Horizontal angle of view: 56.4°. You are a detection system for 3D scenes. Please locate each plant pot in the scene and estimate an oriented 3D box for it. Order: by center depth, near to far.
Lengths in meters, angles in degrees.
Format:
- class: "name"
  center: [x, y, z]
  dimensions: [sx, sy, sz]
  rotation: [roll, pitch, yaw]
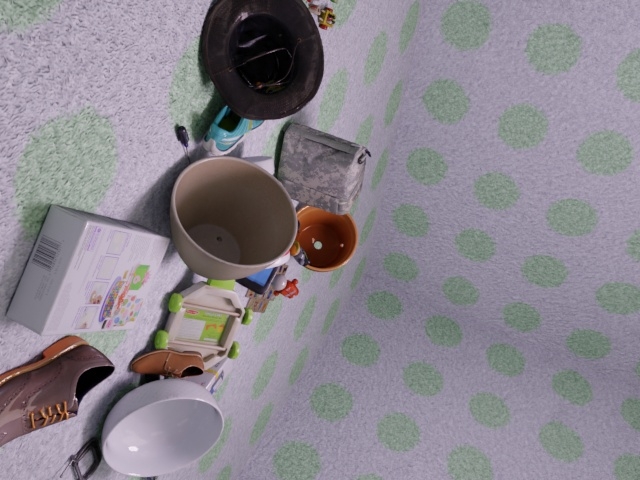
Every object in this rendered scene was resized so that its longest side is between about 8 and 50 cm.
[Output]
- class: "plant pot"
  center: [0.000, 0.000, 2.519]
  dimensions: [0.291, 0.291, 0.203]
  rotation: [-64, 180, -13]

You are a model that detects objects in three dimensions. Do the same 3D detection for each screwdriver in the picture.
- class: "screwdriver"
  center: [-0.337, -0.231, 1.507]
  dimensions: [0.170, 0.024, 0.025]
  rotation: [95, -7, -64]

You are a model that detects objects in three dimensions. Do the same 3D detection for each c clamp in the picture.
- class: "c clamp"
  center: [-0.647, 0.611, 1.622]
  dimensions: [0.160, 0.022, 0.137]
  rotation: [94, 19, -46]

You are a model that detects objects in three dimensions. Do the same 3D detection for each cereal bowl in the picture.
- class: "cereal bowl"
  center: [-0.459, 0.518, 1.721]
  dimensions: [0.339, 0.141, 0.339]
  rotation: [-15, 132, -18]

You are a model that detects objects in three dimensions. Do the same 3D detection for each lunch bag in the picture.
- class: "lunch bag"
  center: [0.010, -0.263, 2.084]
  dimensions: [0.212, 0.305, 0.256]
  rotation: [-59, 164, -31]

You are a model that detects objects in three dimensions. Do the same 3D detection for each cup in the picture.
- class: "cup"
  center: [-0.259, -0.022, 1.587]
  dimensions: [0.331, 0.331, 0.237]
  rotation: [-54, -177, -42]

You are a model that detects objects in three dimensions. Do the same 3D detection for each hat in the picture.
- class: "hat"
  center: [-0.151, -0.475, 1.507]
  dimensions: [0.134, 0.331, 0.331]
  rotation: [48, -56, 61]

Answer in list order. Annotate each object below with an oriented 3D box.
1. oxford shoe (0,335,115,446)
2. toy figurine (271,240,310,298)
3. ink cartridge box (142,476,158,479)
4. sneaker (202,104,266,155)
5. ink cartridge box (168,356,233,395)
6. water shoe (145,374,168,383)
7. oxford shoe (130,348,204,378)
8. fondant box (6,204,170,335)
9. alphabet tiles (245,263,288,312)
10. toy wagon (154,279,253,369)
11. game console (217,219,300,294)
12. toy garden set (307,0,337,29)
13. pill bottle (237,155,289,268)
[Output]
- class: "oxford shoe"
  center: [-0.583, 0.332, 1.232]
  dimensions: [0.363, 0.133, 0.130]
  rotation: [-47, 155, -51]
- class: "toy figurine"
  center: [-0.163, 0.092, 2.182]
  dimensions: [0.148, 0.213, 0.209]
  rotation: [45, 64, -56]
- class: "ink cartridge box"
  center: [-0.550, 0.719, 2.038]
  dimensions: [0.097, 0.046, 0.207]
  rotation: [-40, 148, -61]
- class: "sneaker"
  center: [-0.207, -0.334, 1.581]
  dimensions: [0.275, 0.107, 0.110]
  rotation: [-58, -178, -34]
- class: "ink cartridge box"
  center: [-0.405, 0.439, 1.934]
  dimensions: [0.212, 0.154, 0.093]
  rotation: [-52, 157, -42]
- class: "water shoe"
  center: [-0.488, 0.441, 1.815]
  dimensions: [0.080, 0.073, 0.203]
  rotation: [-52, 159, -58]
- class: "oxford shoe"
  center: [-0.433, 0.361, 1.708]
  dimensions: [0.212, 0.076, 0.076]
  rotation: [2, 122, -29]
- class: "fondant box"
  center: [-0.481, 0.071, 1.287]
  dimensions: [0.238, 0.096, 0.330]
  rotation: [-68, 164, 0]
- class: "alphabet tiles"
  center: [-0.216, 0.164, 2.464]
  dimensions: [0.285, 0.011, 0.342]
  rotation: [-67, 164, -2]
- class: "toy wagon"
  center: [-0.335, 0.224, 1.797]
  dimensions: [0.267, 0.068, 0.344]
  rotation: [17, 97, -38]
- class: "game console"
  center: [-0.216, -0.008, 1.922]
  dimensions: [0.293, 0.173, 0.250]
  rotation: [-64, 164, -14]
- class: "toy garden set"
  center: [0.023, -0.786, 1.881]
  dimensions: [0.244, 0.049, 0.203]
  rotation: [-17, 127, -70]
- class: "pill bottle"
  center: [-0.191, -0.086, 1.787]
  dimensions: [0.176, 0.176, 0.318]
  rotation: [-37, 125, -62]
